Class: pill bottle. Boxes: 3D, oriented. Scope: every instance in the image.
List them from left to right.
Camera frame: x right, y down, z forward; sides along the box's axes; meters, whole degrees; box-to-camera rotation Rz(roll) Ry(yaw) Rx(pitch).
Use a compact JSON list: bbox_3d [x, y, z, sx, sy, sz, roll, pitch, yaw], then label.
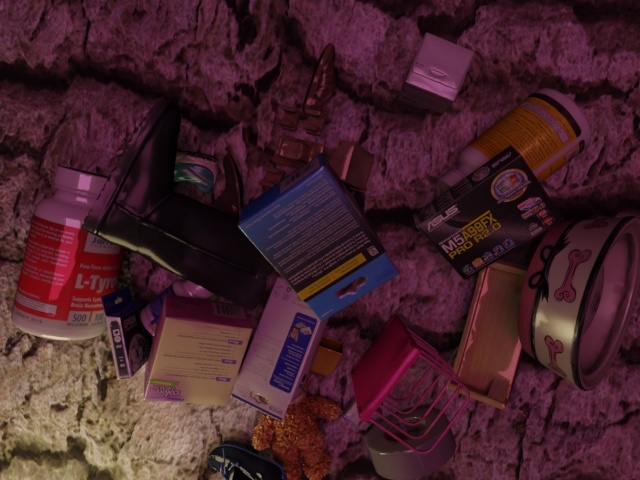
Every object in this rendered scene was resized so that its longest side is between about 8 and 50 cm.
[{"bbox_3d":[-0.625,0.028,1.225,0.228,0.229,0.408,15,94,2],"label":"pill bottle"},{"bbox_3d":[-0.378,0.171,1.281,0.186,0.112,0.112,-40,91,4],"label":"pill bottle"},{"bbox_3d":[0.470,-0.203,1.185,0.333,0.188,0.188,-38,91,4],"label":"pill bottle"}]

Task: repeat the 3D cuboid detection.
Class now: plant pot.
[{"bbox_3d":[0.011,0.316,1.291,0.081,0.081,0.083,18,100,1],"label":"plant pot"}]

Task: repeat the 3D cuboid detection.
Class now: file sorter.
[{"bbox_3d":[0.215,0.349,1.179,0.182,0.291,0.202,36,94,-3],"label":"file sorter"}]

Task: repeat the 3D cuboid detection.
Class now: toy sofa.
[{"bbox_3d":[0.460,0.233,1.247,0.150,0.177,0.363,16,94,26],"label":"toy sofa"}]

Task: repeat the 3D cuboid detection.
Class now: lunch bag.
[{"bbox_3d":[0.115,0.473,1.307,0.083,0.053,0.071,41,95,-9],"label":"lunch bag"}]

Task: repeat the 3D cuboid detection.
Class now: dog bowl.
[{"bbox_3d":[0.612,0.132,1.122,0.150,0.407,0.409,16,95,44],"label":"dog bowl"}]

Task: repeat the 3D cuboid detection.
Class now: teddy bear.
[{"bbox_3d":[-0.068,0.504,1.288,0.244,0.113,0.338,8,94,0],"label":"teddy bear"}]

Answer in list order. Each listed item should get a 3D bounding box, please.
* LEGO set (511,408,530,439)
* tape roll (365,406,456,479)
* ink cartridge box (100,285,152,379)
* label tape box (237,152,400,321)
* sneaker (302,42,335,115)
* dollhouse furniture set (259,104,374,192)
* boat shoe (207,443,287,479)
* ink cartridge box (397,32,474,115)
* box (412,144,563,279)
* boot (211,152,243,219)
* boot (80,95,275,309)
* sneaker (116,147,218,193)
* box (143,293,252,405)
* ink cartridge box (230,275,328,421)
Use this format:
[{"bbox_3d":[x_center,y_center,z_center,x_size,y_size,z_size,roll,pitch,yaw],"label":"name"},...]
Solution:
[{"bbox_3d":[0.550,0.502,1.307,0.054,0.023,0.083,34,81,-2],"label":"LEGO set"},{"bbox_3d":[0.229,0.513,1.220,0.219,0.219,0.072,-19,92,3],"label":"tape roll"},{"bbox_3d":[-0.496,0.228,1.243,0.045,0.206,0.209,-11,93,-3],"label":"ink cartridge box"},{"bbox_3d":[0.000,0.000,1.148,0.240,0.106,0.334,-33,115,11],"label":"label tape box"},{"bbox_3d":[0.012,-0.420,1.265,0.071,0.066,0.189,19,99,-15],"label":"sneaker"},{"bbox_3d":[-0.004,-0.214,1.254,0.241,0.161,0.212,17,94,24],"label":"dollhouse furniture set"},{"bbox_3d":[-0.213,0.607,1.256,0.258,0.089,0.109,-8,113,37],"label":"boat shoe"},{"bbox_3d":[0.281,-0.406,1.187,0.128,0.176,0.128,22,94,1],"label":"ink cartridge box"},{"bbox_3d":[0.387,-0.055,1.111,0.270,0.060,0.216,-36,119,19],"label":"box"},{"bbox_3d":[-0.257,-0.117,1.275,0.106,0.082,0.220,-13,94,1],"label":"boot"},{"bbox_3d":[-0.276,-0.074,1.159,0.445,0.146,0.367,30,95,-18],"label":"boot"},{"bbox_3d":[-0.412,-0.193,1.271,0.275,0.107,0.110,12,103,2],"label":"sneaker"},{"bbox_3d":[-0.316,0.282,1.220,0.213,0.117,0.243,12,108,-23],"label":"box"},{"bbox_3d":[-0.095,0.275,1.238,0.165,0.065,0.333,18,79,23],"label":"ink cartridge box"}]
